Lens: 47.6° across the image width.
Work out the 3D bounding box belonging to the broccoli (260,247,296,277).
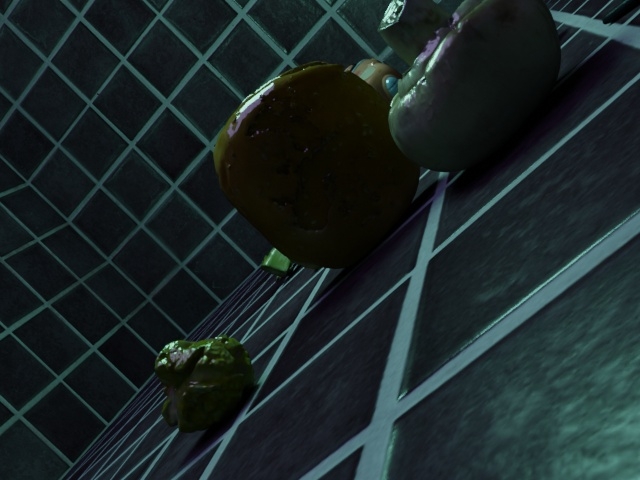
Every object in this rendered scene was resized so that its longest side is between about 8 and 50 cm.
[{"bbox_3d":[-0.040,-0.064,1.971,0.361,0.221,0.252,-53,23,2],"label":"broccoli"}]

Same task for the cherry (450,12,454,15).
[{"bbox_3d":[0.407,-0.555,2.076,0.300,0.203,0.230,-40,2,43],"label":"cherry"}]

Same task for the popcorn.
[{"bbox_3d":[-0.156,0.189,0.977,0.125,0.126,0.145,-18,-29,-33],"label":"popcorn"}]

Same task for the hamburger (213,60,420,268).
[{"bbox_3d":[-0.004,-0.120,1.137,0.284,0.304,0.174,-45,6,0],"label":"hamburger"}]

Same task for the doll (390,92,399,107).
[{"bbox_3d":[0.191,-0.231,1.656,0.271,0.144,0.208,-40,-12,32],"label":"doll"}]

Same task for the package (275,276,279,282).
[{"bbox_3d":[-0.082,0.059,2.074,0.121,0.031,0.108,-49,2,24],"label":"package"}]

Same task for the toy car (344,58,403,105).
[{"bbox_3d":[0.126,-0.336,1.842,0.270,0.180,0.212,-54,21,-13],"label":"toy car"}]

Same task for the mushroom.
[{"bbox_3d":[0.172,-0.226,0.943,0.260,0.234,0.254,-49,2,-41],"label":"mushroom"}]

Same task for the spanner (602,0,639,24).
[{"bbox_3d":[0.446,-0.342,0.874,0.087,0.024,0.316,-45,2,-15],"label":"spanner"}]
